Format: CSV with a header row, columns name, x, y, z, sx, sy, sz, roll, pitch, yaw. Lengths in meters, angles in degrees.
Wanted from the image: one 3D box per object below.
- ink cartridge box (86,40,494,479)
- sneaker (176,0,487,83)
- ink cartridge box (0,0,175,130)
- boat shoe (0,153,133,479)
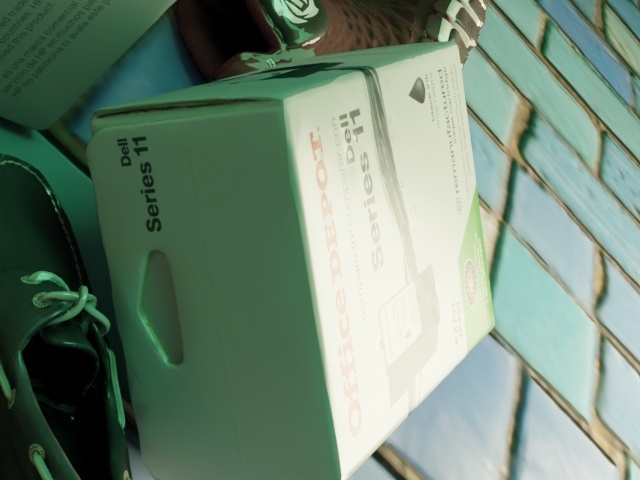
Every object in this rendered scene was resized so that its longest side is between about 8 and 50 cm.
name,x,y,z,sx,sy,sz,roll,pitch,yaw
ink cartridge box,0.000,0.000,0.549,0.208,0.086,0.153,-31,115,-62
sneaker,0.006,-0.141,0.757,0.162,0.106,0.281,41,32,-15
ink cartridge box,-0.168,-0.192,0.439,0.307,0.223,0.129,21,42,-44
boat shoe,-0.091,0.045,0.457,0.075,0.065,0.206,19,44,-45
